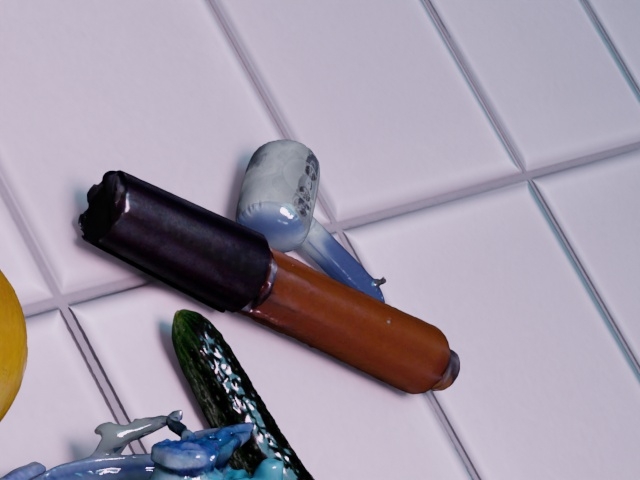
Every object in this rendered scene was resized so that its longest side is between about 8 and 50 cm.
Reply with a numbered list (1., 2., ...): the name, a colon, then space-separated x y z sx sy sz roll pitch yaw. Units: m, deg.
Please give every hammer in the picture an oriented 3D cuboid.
1. hammer: 0.000 0.000 1.696 0.194 0.069 0.116 46 33 -28

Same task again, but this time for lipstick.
1. lipstick: -0.030 0.047 1.597 0.418 0.077 0.077 27 42 -37

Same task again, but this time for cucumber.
1. cucumber: -0.062 0.148 1.488 0.052 0.058 0.215 -30 81 -22

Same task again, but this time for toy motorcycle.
1. toy motorcycle: -0.123 0.201 1.259 0.260 0.206 0.154 -16 116 -57

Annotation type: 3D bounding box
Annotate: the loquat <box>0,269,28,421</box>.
1. loquat: -0.274 0.077 1.206 0.172 0.149 0.205 -11 84 -56
